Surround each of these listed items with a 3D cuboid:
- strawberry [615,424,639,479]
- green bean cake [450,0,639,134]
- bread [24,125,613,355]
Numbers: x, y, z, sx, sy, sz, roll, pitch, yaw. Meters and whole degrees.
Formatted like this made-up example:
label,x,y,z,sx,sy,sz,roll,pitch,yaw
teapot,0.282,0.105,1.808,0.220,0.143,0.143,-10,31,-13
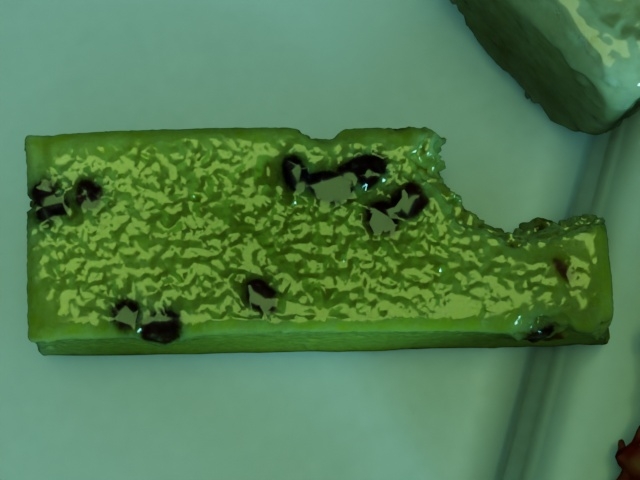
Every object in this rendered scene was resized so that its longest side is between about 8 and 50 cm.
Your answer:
label,x,y,z,sx,sy,sz,roll,pitch,yaw
strawberry,0.205,0.065,0.479,0.175,0.107,0.236,21,78,4
green bean cake,0.139,-0.135,0.534,0.179,0.085,0.109,-41,83,-8
bread,0.000,0.000,0.520,0.226,0.049,0.088,-2,77,-2
